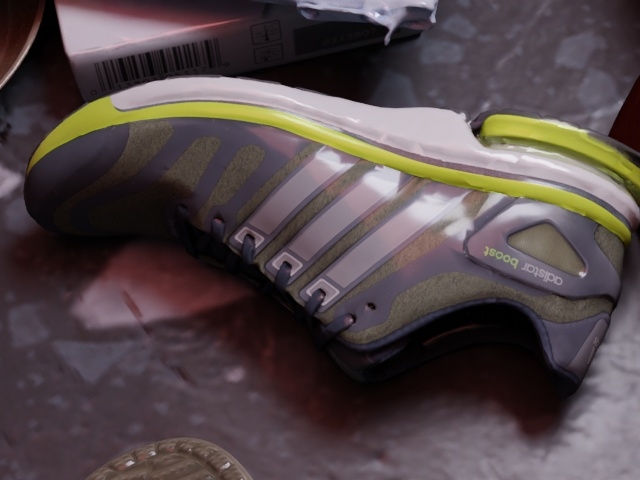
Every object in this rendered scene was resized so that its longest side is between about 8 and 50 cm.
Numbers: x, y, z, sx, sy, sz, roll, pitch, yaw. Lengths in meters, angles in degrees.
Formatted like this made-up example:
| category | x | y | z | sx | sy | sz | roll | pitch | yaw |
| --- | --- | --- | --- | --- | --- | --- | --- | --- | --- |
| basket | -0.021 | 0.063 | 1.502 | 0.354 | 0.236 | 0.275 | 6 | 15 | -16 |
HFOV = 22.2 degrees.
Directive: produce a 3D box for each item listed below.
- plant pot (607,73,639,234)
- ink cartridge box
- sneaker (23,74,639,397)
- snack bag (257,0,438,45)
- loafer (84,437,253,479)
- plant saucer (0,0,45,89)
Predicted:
| category | x | y | z | sx | sy | sz | roll | pitch | yaw |
| --- | --- | --- | --- | --- | --- | --- | --- | --- | --- |
| plant pot | 0.297 | -0.033 | 0.678 | 0.267 | 0.236 | 0.267 | -15 | 62 | -5 |
| ink cartridge box | -0.061 | -0.196 | 0.895 | 0.189 | 0.066 | 0.232 | -13 | 65 | -3 |
| sneaker | 0.000 | 0.000 | 0.757 | 0.299 | 0.111 | 0.121 | 5 | 72 | 13 |
| snack bag | -0.061 | -0.253 | 0.895 | 0.323 | 0.037 | 0.343 | 9 | 53 | 13 |
| loafer | -0.042 | 0.198 | 0.663 | 0.102 | 0.092 | 0.268 | -17 | 46 | -7 |
| plant saucer | -0.242 | -0.118 | 0.875 | 0.198 | 0.036 | 0.199 | -1 | 61 | 2 |
